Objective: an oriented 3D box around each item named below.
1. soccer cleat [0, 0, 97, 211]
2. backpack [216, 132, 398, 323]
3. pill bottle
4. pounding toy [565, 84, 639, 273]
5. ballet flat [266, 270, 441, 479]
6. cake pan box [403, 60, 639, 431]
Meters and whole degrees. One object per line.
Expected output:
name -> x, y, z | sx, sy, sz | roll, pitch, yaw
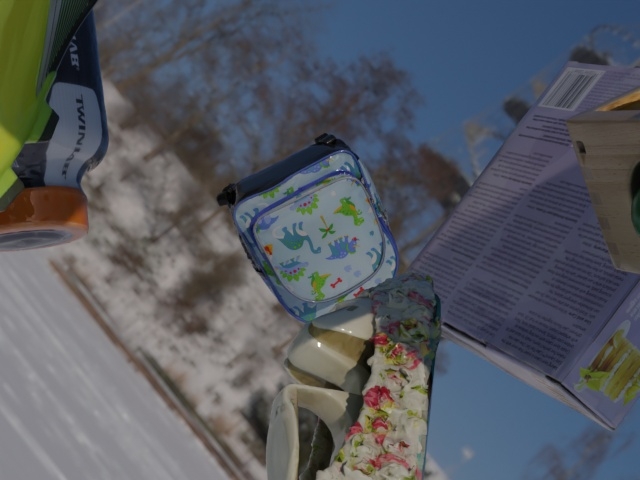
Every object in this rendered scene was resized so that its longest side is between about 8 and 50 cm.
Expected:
soccer cleat -> -0.165, -0.105, 0.592 | 0.121, 0.289, 0.093 | 35, -16, -27
backpack -> 0.000, 0.000, 0.906 | 0.114, 0.105, 0.084 | 62, 1, -23
pill bottle -> -0.216, -0.118, 0.887 | 0.130, 0.130, 0.246 | 120, -38, -78
pounding toy -> 0.165, -0.043, 0.498 | 0.130, 0.141, 0.100 | 13, -55, 69
ballet flat -> 0.016, 0.081, 0.655 | 0.077, 0.091, 0.241 | 28, 32, -10
cake pan box -> 0.190, -0.013, 0.936 | 0.070, 0.246, 0.267 | 42, -8, -24
